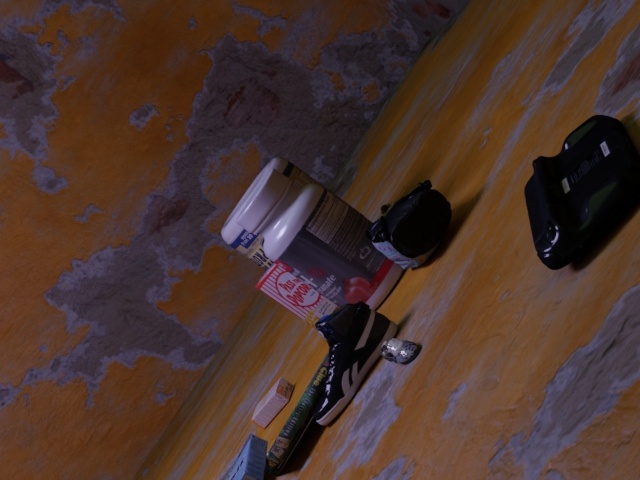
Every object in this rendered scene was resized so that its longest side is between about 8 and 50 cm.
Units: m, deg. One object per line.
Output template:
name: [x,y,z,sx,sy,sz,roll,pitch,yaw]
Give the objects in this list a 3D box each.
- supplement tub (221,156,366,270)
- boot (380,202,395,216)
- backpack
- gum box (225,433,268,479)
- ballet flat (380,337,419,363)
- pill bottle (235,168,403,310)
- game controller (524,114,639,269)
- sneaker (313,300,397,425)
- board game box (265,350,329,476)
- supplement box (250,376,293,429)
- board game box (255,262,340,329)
supplement tub: [-0.034,-0.010,2.470,0.228,0.316,0.228,-53,7,10]
boot: [0.161,-0.052,2.353,0.059,0.084,0.158,-56,6,1]
backpack: [0.161,-0.016,2.070,0.152,0.115,0.182,-44,4,-16]
gum box: [-0.153,0.464,2.087,0.157,0.041,0.184,-62,5,12]
ballet flat: [0.119,0.173,1.779,0.041,0.041,0.114,-56,8,-14]
pill bottle: [0.000,0.000,2.211,0.176,0.318,0.176,-54,7,9]
game controller: [0.341,-0.071,1.467,0.166,0.067,0.319,-37,13,18]
sneaker: [0.023,0.200,1.934,0.217,0.121,0.079,-55,7,-2]
board game box: [-0.021,0.294,2.015,0.260,0.030,0.136,-58,-12,-20]
supplement box: [-0.102,0.346,2.391,0.098,0.036,0.062,-51,8,26]
board game box: [-0.018,0.102,2.356,0.147,0.193,0.045,-48,10,43]
